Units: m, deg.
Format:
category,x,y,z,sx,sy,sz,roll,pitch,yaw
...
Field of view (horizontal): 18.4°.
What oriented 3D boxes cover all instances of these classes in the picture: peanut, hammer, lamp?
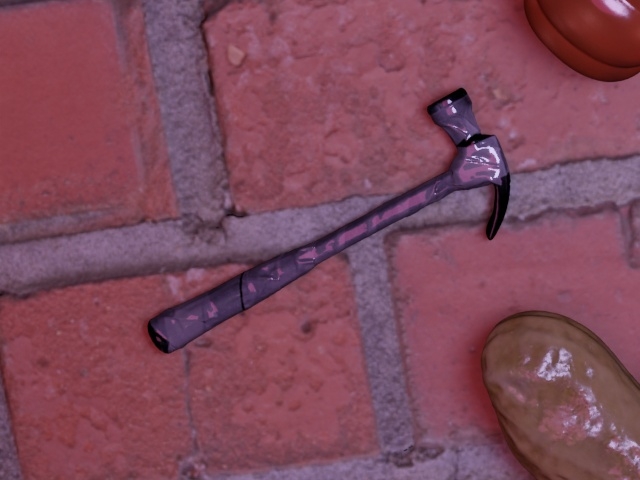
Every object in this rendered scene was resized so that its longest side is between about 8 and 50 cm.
category,x,y,z,sx,sy,sz,roll,pitch,yaw
peanut,0.280,0.201,1.969,0.319,0.147,0.147,44,105,-6
hammer,0.000,0.000,2.039,0.427,0.044,0.152,-26,94,16
lamp,0.291,-0.237,1.862,0.164,0.187,0.187,41,105,1
